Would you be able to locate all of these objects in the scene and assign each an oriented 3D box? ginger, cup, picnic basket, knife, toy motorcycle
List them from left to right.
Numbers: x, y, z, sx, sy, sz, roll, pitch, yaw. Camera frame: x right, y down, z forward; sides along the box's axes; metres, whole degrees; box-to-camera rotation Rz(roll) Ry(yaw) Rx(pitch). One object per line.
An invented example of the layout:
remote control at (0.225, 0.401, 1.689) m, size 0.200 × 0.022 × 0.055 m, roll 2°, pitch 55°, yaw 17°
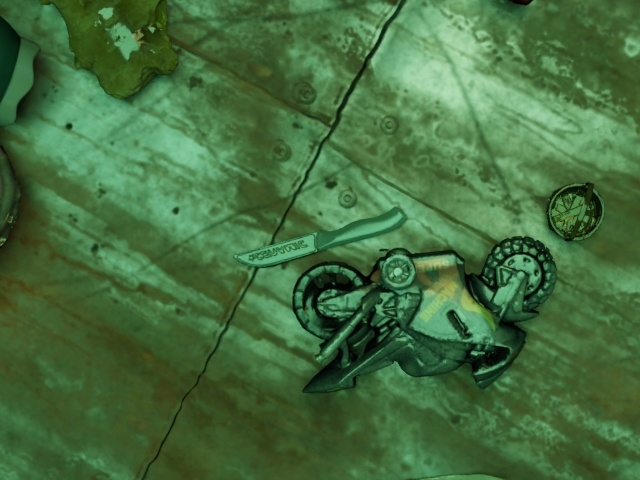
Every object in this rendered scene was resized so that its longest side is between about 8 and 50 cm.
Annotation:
cup at (-0.421, -0.206, 1.339) m, size 0.173 × 0.167 × 0.300 m, roll 20°, pitch 55°, yaw -28°
ginger at (-0.295, -0.276, 1.365) m, size 0.294 × 0.086 × 0.131 m, roll 31°, pitch 97°, yaw -6°
knife at (0.000, 0.000, 1.392) m, size 0.210 × 0.015 × 0.028 m, roll -17°, pitch 95°, yaw 4°
toy motorcycle at (0.121, 0.092, 1.340) m, size 0.307 × 0.108 × 0.173 m, roll -8°, pitch 95°, yaw 6°
picnic basket at (0.292, -0.033, 1.338) m, size 0.072 × 0.083 × 0.072 m, roll 0°, pitch 91°, yaw 3°

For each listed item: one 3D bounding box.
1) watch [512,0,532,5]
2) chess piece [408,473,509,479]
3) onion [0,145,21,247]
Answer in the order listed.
watch at (0.287, -0.376, 1.298) m, size 0.268 × 0.165 × 0.102 m, roll -40°, pitch 89°, yaw 5°
chess piece at (0.151, 0.443, 1.312) m, size 0.182 × 0.182 × 0.330 m, roll -5°, pitch 94°, yaw 4°
onion at (-0.481, -0.034, 1.385) m, size 0.247 × 0.111 × 0.250 m, roll -40°, pitch 75°, yaw -21°
